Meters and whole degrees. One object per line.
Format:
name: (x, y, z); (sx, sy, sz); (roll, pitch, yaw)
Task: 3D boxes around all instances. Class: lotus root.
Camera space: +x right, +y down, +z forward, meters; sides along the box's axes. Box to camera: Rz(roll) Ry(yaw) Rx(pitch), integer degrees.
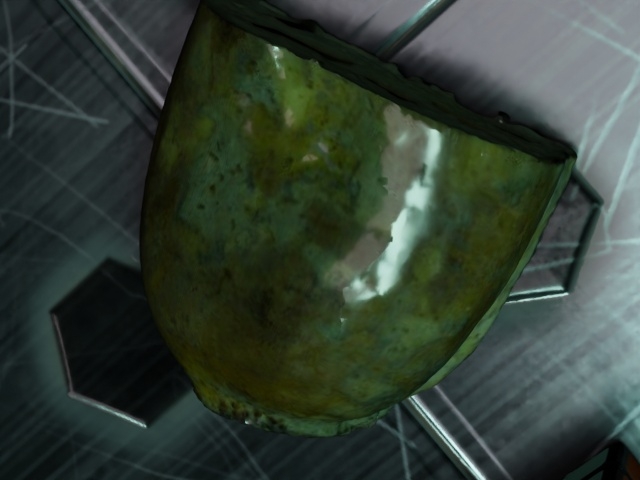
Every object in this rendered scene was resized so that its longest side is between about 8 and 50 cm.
lotus root: (-0.015, 0.006, 1.021); (0.267, 0.149, 0.260); (28, 106, 12)

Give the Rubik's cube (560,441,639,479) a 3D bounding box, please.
Rubik's cube: (0.173, 0.253, 1.006); (0.162, 0.163, 0.160); (-38, 89, 15)
